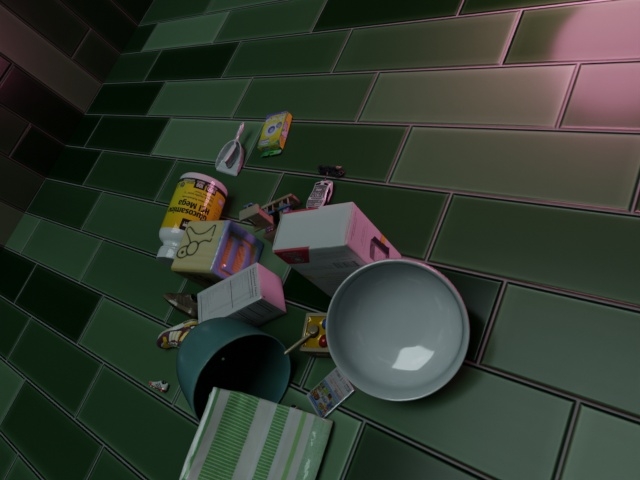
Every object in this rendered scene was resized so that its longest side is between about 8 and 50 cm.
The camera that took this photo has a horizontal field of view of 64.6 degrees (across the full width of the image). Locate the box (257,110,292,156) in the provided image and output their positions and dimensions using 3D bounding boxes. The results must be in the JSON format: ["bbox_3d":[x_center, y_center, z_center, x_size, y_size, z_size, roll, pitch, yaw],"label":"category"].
[{"bbox_3d":[-0.179,-0.408,1.949,0.105,0.043,0.179,-3,65,34],"label":"box"}]

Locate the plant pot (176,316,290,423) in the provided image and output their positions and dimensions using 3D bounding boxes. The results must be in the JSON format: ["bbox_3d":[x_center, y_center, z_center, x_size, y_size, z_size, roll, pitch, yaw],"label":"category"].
[{"bbox_3d":[-0.268,0.352,1.428,0.235,0.293,0.293,23,79,50],"label":"plant pot"}]

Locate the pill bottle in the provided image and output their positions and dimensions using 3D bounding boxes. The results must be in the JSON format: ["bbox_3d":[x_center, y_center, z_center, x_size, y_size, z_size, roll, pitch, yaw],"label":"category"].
[{"bbox_3d":[-0.476,-0.065,1.859,0.188,0.188,0.334,-1,65,34],"label":"pill bottle"}]

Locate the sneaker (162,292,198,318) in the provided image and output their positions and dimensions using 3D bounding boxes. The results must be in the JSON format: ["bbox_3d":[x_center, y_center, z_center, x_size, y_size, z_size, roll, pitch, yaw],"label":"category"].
[{"bbox_3d":[-0.480,0.218,1.795,0.188,0.066,0.071,21,61,35],"label":"sneaker"}]

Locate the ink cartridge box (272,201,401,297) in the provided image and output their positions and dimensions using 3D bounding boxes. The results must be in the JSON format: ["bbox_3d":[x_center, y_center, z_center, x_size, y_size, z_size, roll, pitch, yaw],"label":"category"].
[{"bbox_3d":[0.054,0.036,1.357,0.226,0.306,0.131,-7,60,32],"label":"ink cartridge box"}]

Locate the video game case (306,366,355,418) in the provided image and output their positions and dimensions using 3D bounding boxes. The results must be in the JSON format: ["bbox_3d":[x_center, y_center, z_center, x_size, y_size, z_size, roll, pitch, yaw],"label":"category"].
[{"bbox_3d":[0.026,0.410,1.360,0.122,0.011,0.087,-44,49,6],"label":"video game case"}]

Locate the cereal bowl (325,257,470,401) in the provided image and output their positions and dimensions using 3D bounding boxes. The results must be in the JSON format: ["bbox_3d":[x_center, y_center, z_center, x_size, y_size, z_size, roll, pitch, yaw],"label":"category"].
[{"bbox_3d":[0.188,0.205,1.234,0.339,0.141,0.339,1,94,14],"label":"cereal bowl"}]

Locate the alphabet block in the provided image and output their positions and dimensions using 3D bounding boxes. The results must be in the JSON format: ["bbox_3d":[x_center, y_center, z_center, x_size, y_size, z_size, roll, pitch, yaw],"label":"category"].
[{"bbox_3d":[-0.343,0.053,1.698,0.197,0.193,0.192,1,64,35],"label":"alphabet block"}]

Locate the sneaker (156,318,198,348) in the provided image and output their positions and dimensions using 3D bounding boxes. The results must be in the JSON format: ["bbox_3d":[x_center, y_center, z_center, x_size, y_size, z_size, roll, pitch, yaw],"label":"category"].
[{"bbox_3d":[-0.482,0.337,1.713,0.185,0.069,0.084,-31,46,18],"label":"sneaker"}]

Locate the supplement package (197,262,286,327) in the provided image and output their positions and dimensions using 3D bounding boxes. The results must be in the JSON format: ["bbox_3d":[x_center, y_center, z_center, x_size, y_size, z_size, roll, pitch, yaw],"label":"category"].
[{"bbox_3d":[-0.248,0.197,1.587,0.244,0.134,0.139,-27,51,20],"label":"supplement package"}]

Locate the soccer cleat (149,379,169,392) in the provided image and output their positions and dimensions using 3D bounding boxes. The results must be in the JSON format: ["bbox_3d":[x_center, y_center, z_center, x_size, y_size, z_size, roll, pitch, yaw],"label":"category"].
[{"bbox_3d":[-0.542,0.483,1.700,0.083,0.029,0.036,10,62,35],"label":"soccer cleat"}]

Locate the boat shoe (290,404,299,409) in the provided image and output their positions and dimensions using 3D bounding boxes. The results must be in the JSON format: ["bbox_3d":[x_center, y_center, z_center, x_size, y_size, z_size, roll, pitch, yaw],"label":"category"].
[{"bbox_3d":[-0.107,0.500,1.375,0.042,0.049,0.133,34,91,34],"label":"boat shoe"}]

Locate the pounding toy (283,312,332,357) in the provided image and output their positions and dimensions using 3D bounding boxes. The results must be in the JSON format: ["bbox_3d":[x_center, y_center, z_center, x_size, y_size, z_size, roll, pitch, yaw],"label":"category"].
[{"bbox_3d":[-0.008,0.268,1.404,0.141,0.100,0.130,-5,61,32],"label":"pounding toy"}]

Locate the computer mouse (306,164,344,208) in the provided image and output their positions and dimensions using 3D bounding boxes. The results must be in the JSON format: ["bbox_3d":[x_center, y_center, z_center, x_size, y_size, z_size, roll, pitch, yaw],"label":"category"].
[{"bbox_3d":[0.009,-0.167,1.684,0.106,0.042,0.193,8,64,32],"label":"computer mouse"}]

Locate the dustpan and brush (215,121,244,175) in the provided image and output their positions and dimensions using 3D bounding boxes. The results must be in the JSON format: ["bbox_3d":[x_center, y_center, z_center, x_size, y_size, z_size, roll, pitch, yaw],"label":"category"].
[{"bbox_3d":[-0.345,-0.372,2.028,0.147,0.060,0.211,20,77,40],"label":"dustpan and brush"}]

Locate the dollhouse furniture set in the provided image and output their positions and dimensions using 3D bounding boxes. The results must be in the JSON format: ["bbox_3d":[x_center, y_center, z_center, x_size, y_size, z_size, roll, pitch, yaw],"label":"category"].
[{"bbox_3d":[-0.158,-0.097,1.660,0.129,0.183,0.129,-22,54,23],"label":"dollhouse furniture set"}]

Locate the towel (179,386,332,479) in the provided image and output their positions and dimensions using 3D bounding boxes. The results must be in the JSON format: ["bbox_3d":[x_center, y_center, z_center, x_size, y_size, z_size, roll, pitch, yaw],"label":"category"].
[{"bbox_3d":[-0.155,0.524,1.259,0.324,0.038,0.248,20,73,-6],"label":"towel"}]
